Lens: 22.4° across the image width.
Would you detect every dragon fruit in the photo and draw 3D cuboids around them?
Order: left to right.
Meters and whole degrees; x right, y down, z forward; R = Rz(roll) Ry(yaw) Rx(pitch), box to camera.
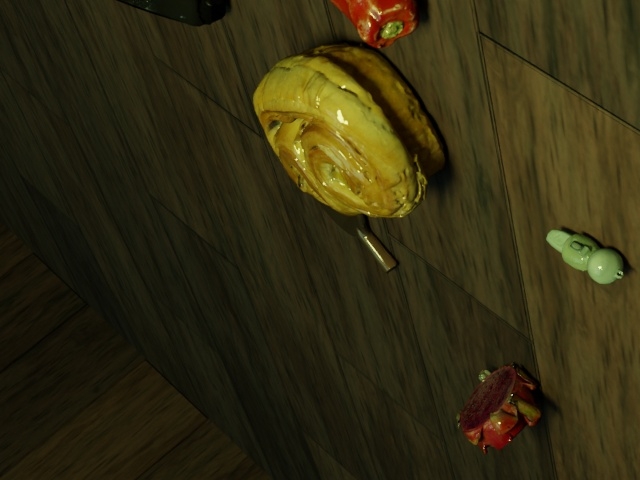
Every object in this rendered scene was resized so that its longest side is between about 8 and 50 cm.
[{"bbox_3d":[0.219,0.208,1.930,0.068,0.112,0.126,40,165,-13],"label":"dragon fruit"}]

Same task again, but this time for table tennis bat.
[{"bbox_3d":[0.000,0.000,2.027,0.170,0.119,0.107,51,163,6],"label":"table tennis bat"}]

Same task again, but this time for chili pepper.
[{"bbox_3d":[0.040,-0.236,1.531,0.123,0.070,0.073,47,119,24],"label":"chili pepper"}]

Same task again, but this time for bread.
[{"bbox_3d":[0.026,-0.115,1.723,0.198,0.120,0.236,55,162,-19],"label":"bread"}]

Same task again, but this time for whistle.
[{"bbox_3d":[0.255,0.014,1.553,0.100,0.035,0.035,34,156,46],"label":"whistle"}]

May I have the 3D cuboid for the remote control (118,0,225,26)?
[{"bbox_3d":[-0.303,-0.349,1.905,0.399,0.062,0.144,19,149,13],"label":"remote control"}]
